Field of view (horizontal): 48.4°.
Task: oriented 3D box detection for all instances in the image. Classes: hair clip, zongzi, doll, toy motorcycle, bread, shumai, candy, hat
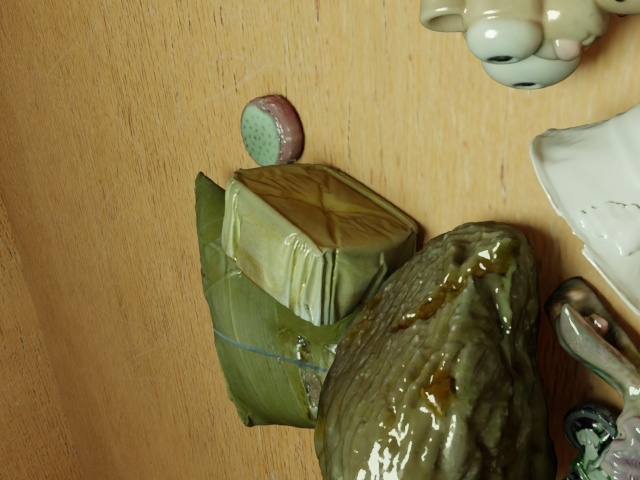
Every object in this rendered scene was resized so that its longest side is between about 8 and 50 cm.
[{"bbox_3d":[0.294,0.156,0.615,0.173,0.069,0.300,-42,64,16],"label":"hair clip"},{"bbox_3d":[-0.030,0.064,0.948,0.356,0.174,0.392,-12,94,50],"label":"zongzi"},{"bbox_3d":[0.201,-0.186,0.502,0.278,0.154,0.119,-1,85,52],"label":"doll"},{"bbox_3d":[0.301,0.250,0.704,0.106,0.074,0.190,-1,108,43],"label":"toy motorcycle"},{"bbox_3d":[-0.002,0.000,0.839,0.210,0.192,0.109,36,125,32],"label":"bread"},{"bbox_3d":[0.163,0.175,0.693,0.283,0.346,0.217,41,148,-15],"label":"shumai"},{"bbox_3d":[-0.067,-0.147,0.970,0.103,0.043,0.103,27,127,41],"label":"candy"},{"bbox_3d":[0.262,-0.040,0.513,0.126,0.203,0.203,-41,75,32],"label":"hat"}]
